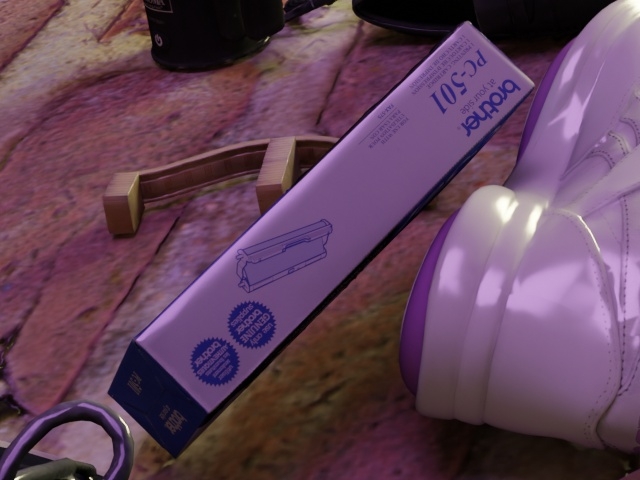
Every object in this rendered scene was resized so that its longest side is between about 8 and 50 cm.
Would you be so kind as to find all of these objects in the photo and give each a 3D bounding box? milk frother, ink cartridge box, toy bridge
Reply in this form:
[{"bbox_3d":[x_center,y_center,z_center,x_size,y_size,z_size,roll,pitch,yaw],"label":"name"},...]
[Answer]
[{"bbox_3d":[-0.050,-0.201,1.113,0.129,0.134,0.143,11,36,33],"label":"milk frother"},{"bbox_3d":[0.000,0.000,0.726,0.207,0.046,0.097,-45,-3,-22],"label":"ink cartridge box"},{"bbox_3d":[-0.022,-0.035,0.921,0.188,0.026,0.063,-5,28,10],"label":"toy bridge"}]

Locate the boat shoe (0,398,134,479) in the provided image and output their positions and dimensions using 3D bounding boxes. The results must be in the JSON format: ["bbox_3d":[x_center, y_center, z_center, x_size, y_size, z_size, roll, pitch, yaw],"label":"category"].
[{"bbox_3d":[-0.073,0.143,0.467,0.500,0.156,0.187,21,58,43],"label":"boat shoe"}]

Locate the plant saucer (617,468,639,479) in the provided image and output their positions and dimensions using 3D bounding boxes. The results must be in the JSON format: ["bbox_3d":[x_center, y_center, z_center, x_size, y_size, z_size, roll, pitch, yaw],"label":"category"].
[{"bbox_3d":[0.171,0.142,0.525,0.278,0.041,0.278,-8,29,4],"label":"plant saucer"}]

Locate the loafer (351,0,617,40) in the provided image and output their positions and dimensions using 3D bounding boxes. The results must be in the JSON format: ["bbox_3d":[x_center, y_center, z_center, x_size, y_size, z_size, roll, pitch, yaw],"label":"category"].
[{"bbox_3d":[0.122,-0.155,1.040,0.223,0.076,0.078,5,38,36],"label":"loafer"}]

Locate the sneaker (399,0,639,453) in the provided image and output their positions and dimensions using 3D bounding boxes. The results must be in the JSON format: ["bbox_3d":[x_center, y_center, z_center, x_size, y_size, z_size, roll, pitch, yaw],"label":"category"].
[{"bbox_3d":[0.150,-0.005,0.752,0.152,0.114,0.305,16,41,18],"label":"sneaker"}]
